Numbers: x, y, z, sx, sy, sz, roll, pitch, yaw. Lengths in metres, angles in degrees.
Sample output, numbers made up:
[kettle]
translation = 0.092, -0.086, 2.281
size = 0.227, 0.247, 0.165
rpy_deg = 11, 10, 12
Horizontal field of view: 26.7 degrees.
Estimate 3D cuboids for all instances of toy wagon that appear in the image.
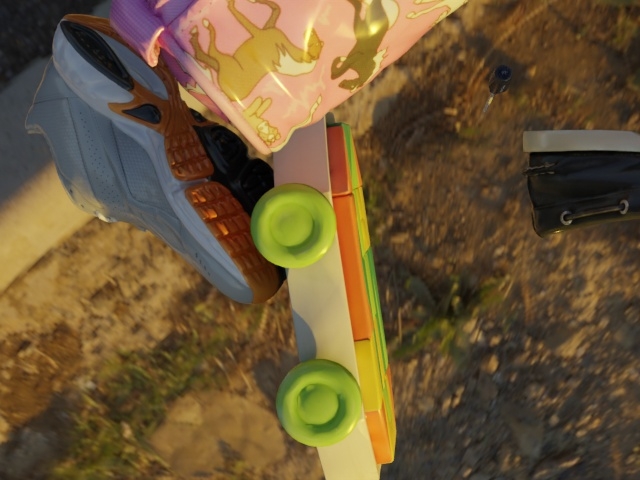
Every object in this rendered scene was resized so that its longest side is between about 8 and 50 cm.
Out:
[toy wagon]
translation = 0.000, 0.000, 0.993
size = 0.068, 0.267, 0.344
rpy_deg = -8, 93, 4

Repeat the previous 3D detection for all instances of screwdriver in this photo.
[screwdriver]
translation = 0.188, -0.160, 1.488
size = 0.024, 0.170, 0.025
rpy_deg = 44, 79, 6

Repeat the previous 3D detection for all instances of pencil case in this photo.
[pencil case]
translation = 0.059, -0.214, 0.792
size = 0.386, 0.160, 0.167
rpy_deg = -38, 121, 8

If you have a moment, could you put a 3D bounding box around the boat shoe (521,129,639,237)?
[boat shoe]
translation = 0.331, -0.031, 1.139
size = 0.340, 0.127, 0.113
rpy_deg = 6, 94, 24

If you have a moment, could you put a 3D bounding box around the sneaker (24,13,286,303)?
[sneaker]
translation = -0.122, -0.042, 0.992
size = 0.262, 0.099, 0.121
rpy_deg = 51, 126, 21
